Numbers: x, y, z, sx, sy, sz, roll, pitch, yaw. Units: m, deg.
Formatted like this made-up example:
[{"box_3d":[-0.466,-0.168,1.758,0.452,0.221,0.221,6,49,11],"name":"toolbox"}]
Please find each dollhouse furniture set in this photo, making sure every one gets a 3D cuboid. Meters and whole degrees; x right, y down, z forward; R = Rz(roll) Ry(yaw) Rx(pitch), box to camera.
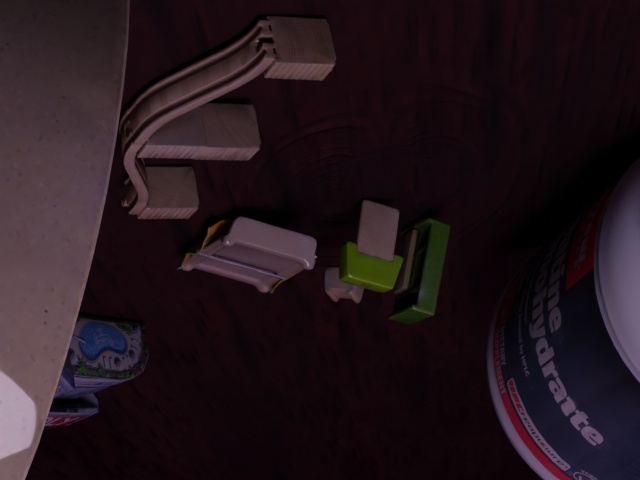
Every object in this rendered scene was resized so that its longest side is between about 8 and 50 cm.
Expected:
[{"box_3d":[0.000,0.000,1.081,0.152,0.058,0.076,16,160,-20],"name":"dollhouse furniture set"}]

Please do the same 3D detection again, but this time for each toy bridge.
[{"box_3d":[-0.060,-0.052,0.872,0.063,0.026,0.188,0,159,-27],"name":"toy bridge"}]

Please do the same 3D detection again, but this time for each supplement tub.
[{"box_3d":[0.226,0.045,1.094,0.191,0.191,0.272,-6,161,-18],"name":"supplement tub"}]

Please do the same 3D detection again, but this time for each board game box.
[{"box_3d":[-0.201,0.083,1.141,0.194,0.060,0.194,-23,160,32],"name":"board game box"}]

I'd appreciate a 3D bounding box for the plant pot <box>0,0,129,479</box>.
[{"box_3d":[-0.229,-0.027,0.540,0.274,0.256,0.256,15,153,-22],"name":"plant pot"}]
